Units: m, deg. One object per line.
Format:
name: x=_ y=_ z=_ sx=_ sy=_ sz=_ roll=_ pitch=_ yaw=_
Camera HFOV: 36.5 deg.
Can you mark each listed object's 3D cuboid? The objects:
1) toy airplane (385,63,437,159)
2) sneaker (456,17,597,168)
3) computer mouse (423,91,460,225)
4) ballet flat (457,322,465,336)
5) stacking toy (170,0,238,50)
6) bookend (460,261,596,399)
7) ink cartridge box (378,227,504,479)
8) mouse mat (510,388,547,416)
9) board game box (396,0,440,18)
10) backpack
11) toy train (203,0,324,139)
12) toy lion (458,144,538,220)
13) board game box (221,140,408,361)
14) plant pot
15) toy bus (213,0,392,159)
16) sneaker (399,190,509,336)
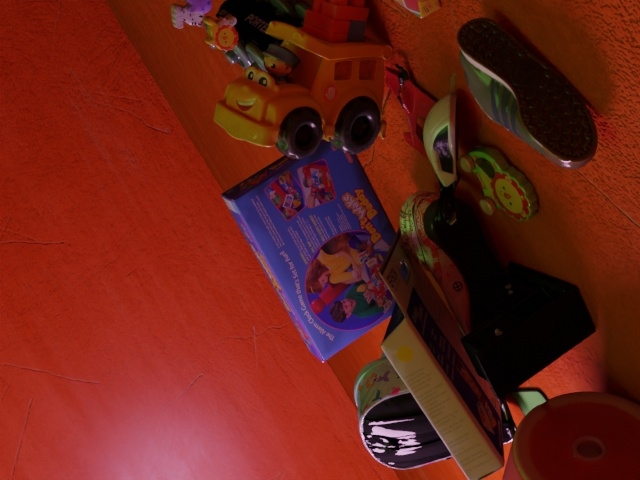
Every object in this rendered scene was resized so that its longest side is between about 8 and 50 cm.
toy airplane: x=0.124 y=-0.172 z=1.312 sx=0.151 sy=0.028 sz=0.151 roll=56 pitch=169 yaw=16
sneaker: x=0.209 y=-0.139 z=0.989 sx=0.192 sy=0.064 sz=0.086 roll=53 pitch=175 yaw=22
computer mouse: x=0.154 y=-0.110 z=1.235 sx=0.193 sy=0.042 sz=0.106 roll=79 pitch=-163 yaw=-49
ballet flat: x=0.266 y=0.152 z=1.554 sx=0.168 sy=0.057 sz=0.052 roll=31 pitch=124 yaw=57
stacking toy: x=-0.180 y=-0.405 z=1.443 sx=0.167 sy=0.052 sz=0.221 roll=38 pitch=136 yaw=55
bookend: x=0.241 y=0.111 z=1.259 sx=0.072 sy=0.156 sz=0.157 roll=61 pitch=169 yaw=-19
ink cartridge box: x=0.158 y=0.152 z=1.395 sx=0.307 sy=0.072 sz=0.303 roll=55 pitch=-166 yaw=-4
mouse mat: x=0.384 y=0.324 z=1.590 sx=0.190 sy=0.007 sz=0.152 roll=58 pitch=168 yaw=3
board game box: x=0.065 y=-0.371 z=1.036 sx=0.124 sy=0.039 sz=0.259 roll=47 pitch=161 yaw=40
backpack: x=0.185 y=0.276 z=1.678 sx=0.191 sy=0.253 sz=0.225 roll=-105 pitch=-9 yaw=-51
toy train: x=-0.061 y=-0.287 z=1.535 sx=0.190 sy=0.142 sz=0.334 roll=54 pitch=173 yaw=-37
toy lion: x=0.222 y=-0.069 z=1.184 sx=0.100 sy=0.034 sz=0.096 roll=61 pitch=161 yaw=-12
board game box: x=0.010 y=0.008 z=1.741 sx=0.347 sy=0.233 sz=0.078 roll=62 pitch=167 yaw=-19
plant pot: x=0.345 y=0.345 z=1.246 sx=0.275 sy=0.274 sz=0.243 roll=44 pitch=152 yaw=48
toy bus: x=-0.014 y=-0.227 z=1.274 sx=0.149 sy=0.220 sz=0.212 roll=34 pitch=123 yaw=42
sneaker: x=0.204 y=0.048 z=1.420 sx=0.270 sy=0.090 sz=0.145 roll=64 pitch=169 yaw=-18
